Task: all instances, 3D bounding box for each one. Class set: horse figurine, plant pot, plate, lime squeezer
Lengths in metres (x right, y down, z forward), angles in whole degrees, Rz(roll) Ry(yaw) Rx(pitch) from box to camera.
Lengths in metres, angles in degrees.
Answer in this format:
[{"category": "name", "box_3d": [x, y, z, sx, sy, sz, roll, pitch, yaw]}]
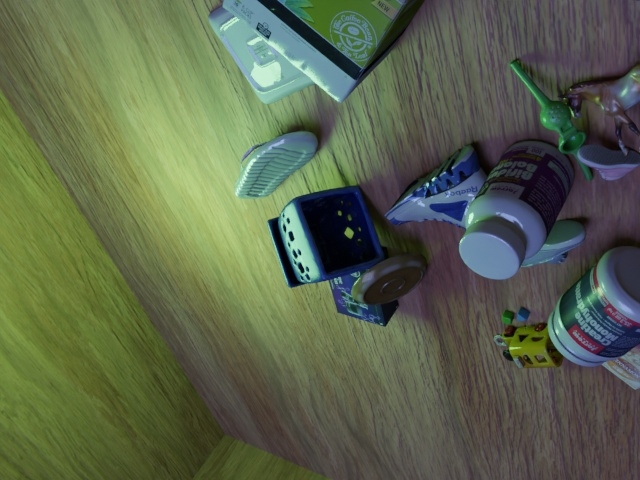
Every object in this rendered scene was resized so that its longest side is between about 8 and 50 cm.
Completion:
[{"category": "horse figurine", "box_3d": [0.584, -0.257, 1.153, 0.175, 0.066, 0.263, 58, 152, -1]}, {"category": "plant pot", "box_3d": [0.201, 0.119, 1.801, 0.236, 0.236, 0.032, 106, 145, -53]}, {"category": "plate", "box_3d": [-0.137, -0.480, 1.582, 0.277, 0.045, 0.278, -10, 123, 46]}, {"category": "plant pot", "box_3d": [0.000, 0.000, 1.765, 0.212, 0.235, 0.236, -26, 82, 51]}, {"category": "lime squeezer", "box_3d": [0.475, -0.222, 1.269, 0.310, 0.059, 0.110, 49, 179, -16]}]

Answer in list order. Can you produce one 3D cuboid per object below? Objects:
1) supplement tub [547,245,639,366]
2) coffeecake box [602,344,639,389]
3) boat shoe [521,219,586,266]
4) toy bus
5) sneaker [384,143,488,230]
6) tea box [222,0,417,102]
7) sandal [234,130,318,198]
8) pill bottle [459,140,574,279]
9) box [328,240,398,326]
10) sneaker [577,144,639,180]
[{"category": "supplement tub", "box_3d": [0.660, 0.156, 1.446, 0.191, 0.191, 0.272, 32, 144, 9]}, {"category": "coffeecake box", "box_3d": [0.792, 0.274, 1.565, 0.142, 0.068, 0.185, 38, 144, 3]}, {"category": "boat shoe", "box_3d": [0.542, 0.015, 1.504, 0.081, 0.079, 0.227, 42, 151, -16]}, {"category": "toy bus", "box_3d": [0.571, 0.302, 1.762, 0.190, 0.104, 0.202, 25, 142, 20]}, {"category": "sneaker", "box_3d": [0.309, -0.082, 1.551, 0.182, 0.127, 0.315, 46, 143, -7]}, {"category": "tea box", "box_3d": [0.028, -0.517, 1.240, 0.329, 0.220, 0.323, 39, 144, 1]}, {"category": "sandal", "box_3d": [-0.154, -0.231, 1.816, 0.416, 0.169, 0.102, -34, 64, 54]}, {"category": "pill bottle", "box_3d": [0.406, -0.063, 1.332, 0.169, 0.301, 0.169, 24, 142, 20]}, {"category": "box", "box_3d": [0.126, 0.128, 1.975, 0.184, 0.103, 0.261, 11, 136, 30]}, {"category": "sneaker", "box_3d": [0.566, -0.152, 1.276, 0.134, 0.051, 0.070, 4, 154, -11]}]
